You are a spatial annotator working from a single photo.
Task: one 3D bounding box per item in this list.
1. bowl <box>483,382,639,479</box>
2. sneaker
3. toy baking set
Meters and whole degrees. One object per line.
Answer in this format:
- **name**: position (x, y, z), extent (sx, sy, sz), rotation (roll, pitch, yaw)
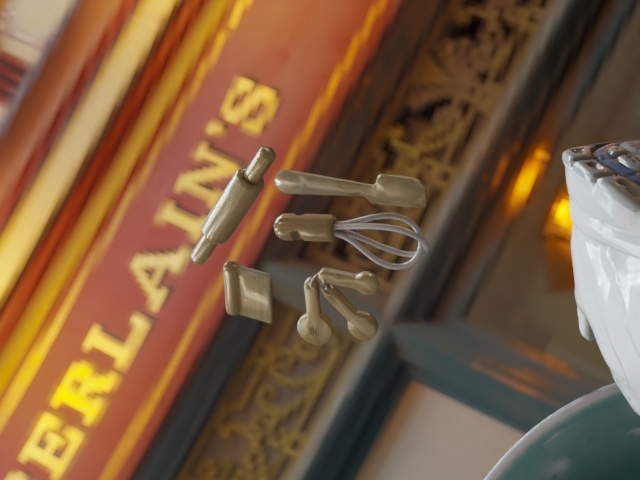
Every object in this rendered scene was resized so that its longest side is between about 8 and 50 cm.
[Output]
- **bowl**: position (0.227, 0.240, 1.147), extent (0.312, 0.311, 0.163), rotation (-61, -15, -8)
- **sneaker**: position (0.204, 0.044, 1.000), extent (0.111, 0.297, 0.129), rotation (-2, -69, -9)
- **toy baking set**: position (-0.007, -0.003, 1.835), extent (0.256, 0.196, 0.030), rotation (-60, 2, 40)
